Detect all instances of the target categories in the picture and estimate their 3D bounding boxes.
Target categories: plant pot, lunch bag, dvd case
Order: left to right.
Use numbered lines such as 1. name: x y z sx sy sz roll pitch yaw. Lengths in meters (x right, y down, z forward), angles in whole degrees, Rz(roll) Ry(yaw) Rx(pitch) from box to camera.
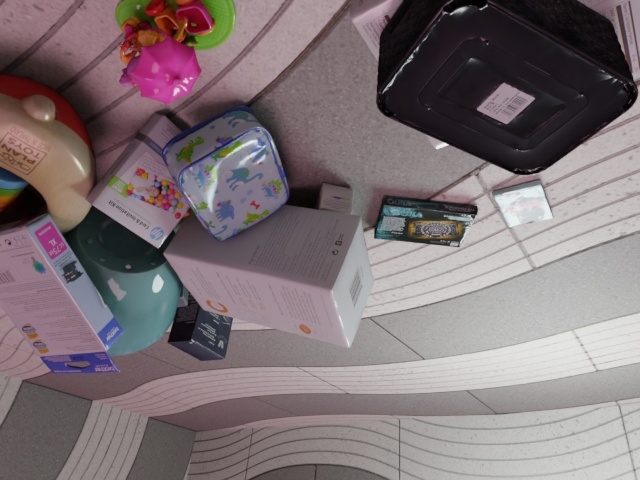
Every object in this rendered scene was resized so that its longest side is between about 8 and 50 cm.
1. plant pot: -0.425 0.060 1.039 0.293 0.292 0.235 17 136 -18
2. lunch bag: -0.149 -0.109 0.836 0.176 0.090 0.219 -33 149 -9
3. dvd case: 0.388 -0.068 0.943 0.087 0.013 0.119 -14 142 28

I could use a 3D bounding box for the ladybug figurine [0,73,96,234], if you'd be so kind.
1. ladybug figurine: -0.541 -0.137 0.839 0.450 0.161 0.305 -21 138 37

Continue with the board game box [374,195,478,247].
1. board game box: 0.211 -0.036 1.010 0.187 0.026 0.126 6 148 0

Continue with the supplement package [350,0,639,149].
1. supplement package: 0.195 -0.262 0.486 0.263 0.199 0.198 -16 141 31

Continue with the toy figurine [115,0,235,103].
1. toy figurine: -0.205 -0.242 0.620 0.173 0.159 0.130 -6 146 19

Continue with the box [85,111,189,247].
1. box: -0.282 -0.101 0.848 0.038 0.186 0.145 28 168 44

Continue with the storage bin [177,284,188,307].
1. storage bin: -0.386 0.117 1.262 0.091 0.135 0.098 -4 148 -3

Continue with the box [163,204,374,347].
1. box: -0.091 0.055 0.979 0.346 0.168 0.214 10 145 21

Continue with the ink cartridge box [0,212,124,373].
1. ink cartridge box: -0.489 0.110 0.892 0.186 0.065 0.310 -9 115 23

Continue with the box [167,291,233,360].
1. box: -0.341 0.247 1.428 0.093 0.158 0.156 -11 144 25

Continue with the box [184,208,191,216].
1. box: -0.294 -0.110 0.920 0.028 0.081 0.136 -19 140 35

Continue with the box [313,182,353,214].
1. box: 0.000 0.000 1.066 0.067 0.063 0.324 10 148 -6

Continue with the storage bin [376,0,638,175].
1. storage bin: 0.149 -0.144 0.414 0.180 0.084 0.122 20 145 -18
